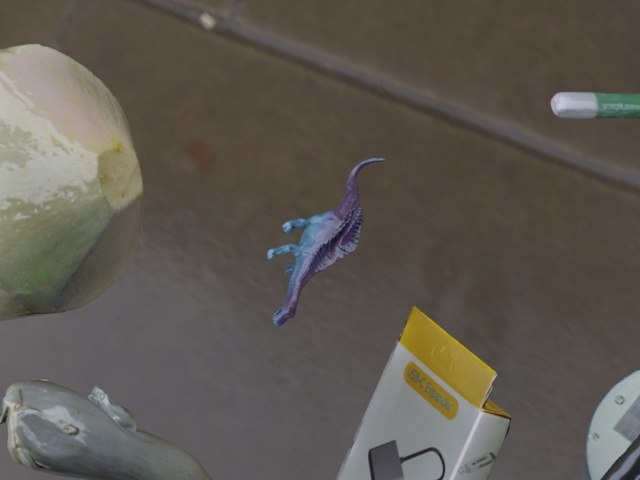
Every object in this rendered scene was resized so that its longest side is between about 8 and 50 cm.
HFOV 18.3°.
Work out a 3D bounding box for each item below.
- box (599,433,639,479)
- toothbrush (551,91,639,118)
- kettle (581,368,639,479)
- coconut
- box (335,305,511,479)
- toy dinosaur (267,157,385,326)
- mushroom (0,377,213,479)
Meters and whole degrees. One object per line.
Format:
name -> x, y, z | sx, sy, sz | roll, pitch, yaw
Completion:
box -> 0.318, 0.072, 0.814 | 0.204, 0.251, 0.345 | 45, 80, -6
toothbrush -> 0.270, -0.090, 1.317 | 0.257, 0.024, 0.018 | -2, 62, -20
kettle -> 0.291, 0.195, 1.590 | 0.160, 0.243, 0.210 | 34, 68, 15
coconut -> -0.270, -0.046, 1.789 | 0.259, 0.259, 0.259 | -9, 68, 23
box -> 0.053, 0.181, 1.359 | 0.129, 0.033, 0.247 | 41, 111, 58
toy dinosaur -> 0.000, 0.000, 1.802 | 0.080, 0.045, 0.197 | -1, 49, 48
mushroom -> -0.213, 0.220, 2.039 | 0.096, 0.278, 0.099 | -34, 41, 38
